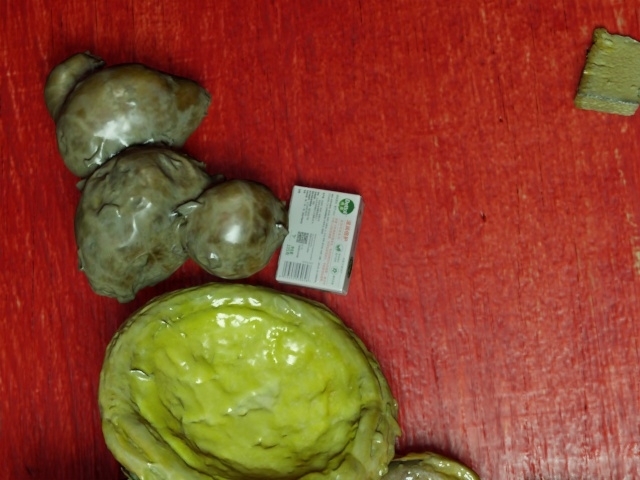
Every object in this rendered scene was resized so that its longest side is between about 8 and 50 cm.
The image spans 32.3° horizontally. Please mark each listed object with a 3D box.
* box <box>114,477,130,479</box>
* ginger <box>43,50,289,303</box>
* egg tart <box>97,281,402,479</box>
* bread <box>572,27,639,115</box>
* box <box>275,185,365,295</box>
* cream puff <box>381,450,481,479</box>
[{"bbox_3d":[-0.240,0.351,1.264,0.149,0.231,0.155,-8,80,9],"label":"box"},{"bbox_3d":[-0.218,-0.089,1.375,0.256,0.176,0.375,-31,70,-3],"label":"ginger"},{"bbox_3d":[-0.084,0.202,1.256,0.345,0.132,0.345,8,44,-7],"label":"egg tart"},{"bbox_3d":[0.358,-0.208,1.331,0.084,0.080,0.109,15,85,10],"label":"bread"},{"bbox_3d":[0.000,0.000,1.378,0.089,0.043,0.125,11,82,12],"label":"box"},{"bbox_3d":[0.104,0.330,1.257,0.189,0.129,0.189,-1,70,3],"label":"cream puff"}]
